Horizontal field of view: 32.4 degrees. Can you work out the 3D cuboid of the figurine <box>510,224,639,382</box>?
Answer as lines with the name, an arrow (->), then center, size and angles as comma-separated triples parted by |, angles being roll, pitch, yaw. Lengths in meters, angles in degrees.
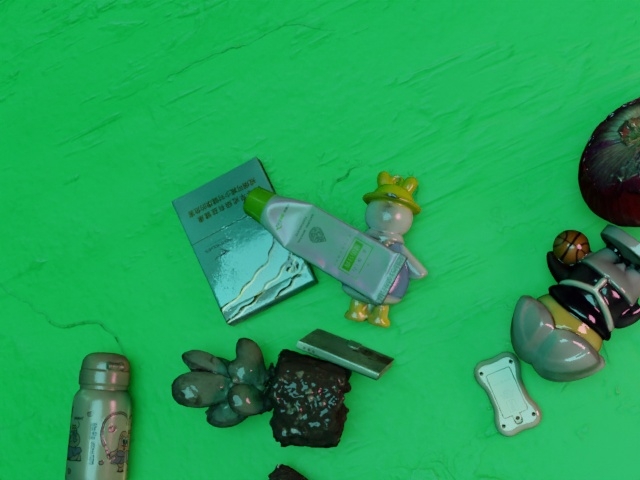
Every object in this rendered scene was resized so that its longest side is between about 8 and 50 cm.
figurine -> 0.378, 0.092, 1.621 | 0.176, 0.133, 0.236 | 40, 89, 24

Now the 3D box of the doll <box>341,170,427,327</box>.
doll -> 0.096, 0.011, 1.710 | 0.135, 0.099, 0.241 | 8, 81, 41

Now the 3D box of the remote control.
remote control -> 0.283, 0.232, 1.669 | 0.074, 0.032, 0.122 | -23, 78, 8

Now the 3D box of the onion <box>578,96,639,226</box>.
onion -> 0.498, -0.113, 1.596 | 0.248, 0.248, 0.161 | -34, 107, 5

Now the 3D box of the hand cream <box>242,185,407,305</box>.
hand cream -> 0.000, 0.000, 1.689 | 0.275, 0.050, 0.079 | 30, 121, 25

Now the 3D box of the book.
book -> 0.040, 0.172, 1.694 | 0.135, 0.103, 0.017 | 21, 103, 15

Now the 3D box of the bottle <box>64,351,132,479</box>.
bottle -> -0.353, 0.284, 1.768 | 0.110, 0.097, 0.209 | -9, 74, 54

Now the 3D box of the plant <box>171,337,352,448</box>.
plant -> -0.090, 0.230, 1.689 | 0.274, 0.146, 0.149 | 10, 87, 14

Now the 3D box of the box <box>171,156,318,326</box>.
box -> -0.124, 0.002, 1.785 | 0.162, 0.041, 0.229 | -28, 77, 7

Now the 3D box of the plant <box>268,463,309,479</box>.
plant -> -0.026, 0.408, 1.679 | 0.143, 0.094, 0.092 | 37, 80, 19
